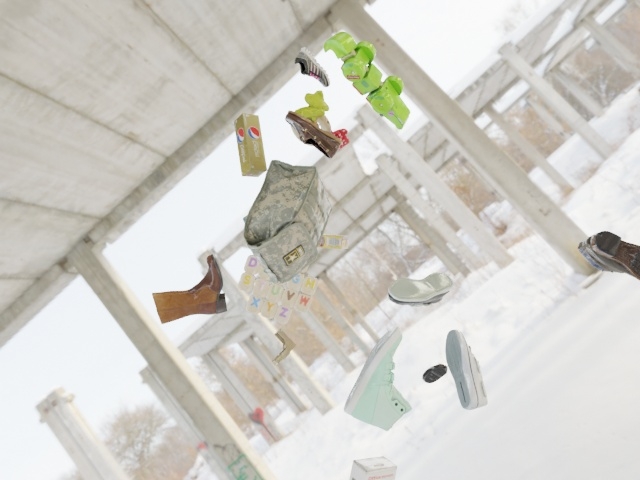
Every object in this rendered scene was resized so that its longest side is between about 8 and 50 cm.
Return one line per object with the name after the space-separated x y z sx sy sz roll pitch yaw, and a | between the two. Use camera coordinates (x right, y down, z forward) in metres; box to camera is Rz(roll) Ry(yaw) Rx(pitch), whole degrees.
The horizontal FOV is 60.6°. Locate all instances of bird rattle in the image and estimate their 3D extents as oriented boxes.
-0.013 -0.433 2.074 0.206 0.253 0.143 -4 48 38 | bird rattle

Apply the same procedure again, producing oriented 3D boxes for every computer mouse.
0.494 0.481 2.149 0.242 0.071 0.041 -42 30 21 | computer mouse

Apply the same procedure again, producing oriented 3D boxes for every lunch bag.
-0.091 -0.040 1.526 0.235 0.168 0.287 65 -138 -59 | lunch bag

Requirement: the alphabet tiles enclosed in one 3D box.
-0.158 0.163 2.043 0.021 0.284 0.278 -103 33 -83 | alphabet tiles

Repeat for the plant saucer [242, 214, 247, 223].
-0.213 -0.096 2.028 0.192 0.067 0.018 -29 -8 31 | plant saucer

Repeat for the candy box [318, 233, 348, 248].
0.000 0.000 2.000 0.186 0.053 0.109 3 1 14 | candy box

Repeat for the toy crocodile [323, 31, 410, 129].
0.144 -0.463 1.598 0.105 0.340 0.115 -17 39 48 | toy crocodile

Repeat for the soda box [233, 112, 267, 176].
-0.211 -0.285 1.645 0.058 0.182 0.061 -2 -15 -37 | soda box

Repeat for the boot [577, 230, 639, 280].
0.784 0.051 1.429 0.082 0.219 0.106 -55 0 -10 | boot

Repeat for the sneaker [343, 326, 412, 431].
0.183 0.359 1.408 0.256 0.151 0.094 -61 -1 -2 | sneaker

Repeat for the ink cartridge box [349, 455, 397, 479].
0.186 0.936 2.052 0.158 0.092 0.218 8 -84 -34 | ink cartridge box

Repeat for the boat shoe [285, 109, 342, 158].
-0.032 -0.342 1.769 0.073 0.207 0.073 -57 -5 -2 | boat shoe

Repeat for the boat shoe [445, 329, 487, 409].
0.419 0.368 1.569 0.075 0.226 0.083 3 -21 -24 | boat shoe

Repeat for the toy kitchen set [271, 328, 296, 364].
-0.136 0.336 1.705 0.083 0.075 0.068 -42 -2 -30 | toy kitchen set

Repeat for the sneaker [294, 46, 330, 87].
-0.035 -0.633 2.047 0.075 0.170 0.063 -46 22 -11 | sneaker

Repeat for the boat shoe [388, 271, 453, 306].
0.340 0.186 1.887 0.302 0.114 0.091 -4 -47 -35 | boat shoe

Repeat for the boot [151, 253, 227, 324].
-0.528 0.193 2.190 0.280 0.096 0.264 -8 -62 -11 | boot
